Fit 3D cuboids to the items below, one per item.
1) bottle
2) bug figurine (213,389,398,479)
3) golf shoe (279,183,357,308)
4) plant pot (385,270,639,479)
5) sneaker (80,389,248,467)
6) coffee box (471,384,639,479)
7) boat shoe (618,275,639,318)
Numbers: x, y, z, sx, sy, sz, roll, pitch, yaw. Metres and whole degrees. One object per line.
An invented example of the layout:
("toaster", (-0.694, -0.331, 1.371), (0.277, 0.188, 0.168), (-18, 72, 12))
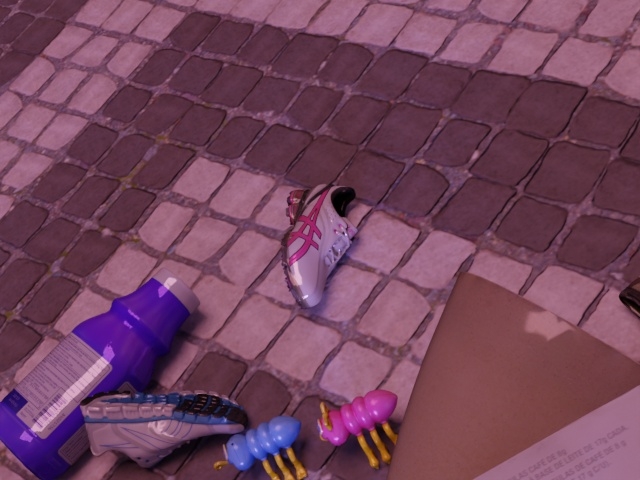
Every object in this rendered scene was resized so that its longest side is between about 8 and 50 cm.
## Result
("bottle", (-0.265, 0.154, 1.472), (0.283, 0.092, 0.118), (-47, 48, -15))
("bug figurine", (0.008, 0.251, 1.243), (0.216, 0.072, 0.279), (-30, 43, 3))
("golf shoe", (0.000, 0.000, 1.476), (0.086, 0.067, 0.186), (-12, 47, 18))
("plant pot", (0.164, 0.208, 1.091), (0.256, 0.256, 0.274), (29, 86, 43))
("sneaker", (-0.176, 0.217, 1.392), (0.191, 0.082, 0.071), (0, 12, 8))
("coffee box", (0.194, 0.380, 0.827), (0.338, 0.334, 0.338), (-30, 41, 4))
("boat shoe", (0.349, 0.088, 1.212), (0.049, 0.056, 0.152), (-35, 33, 4))
